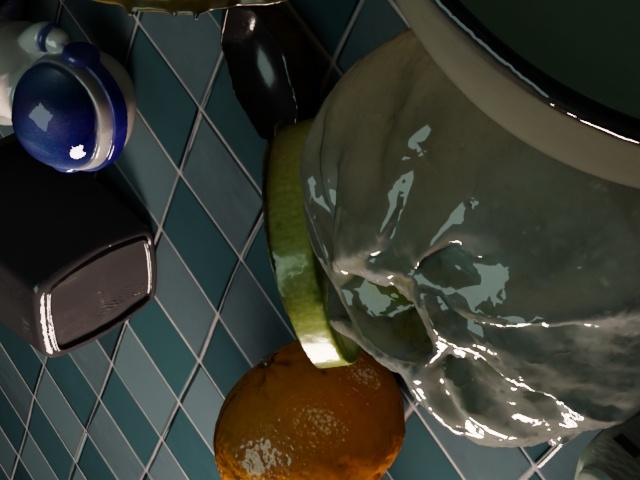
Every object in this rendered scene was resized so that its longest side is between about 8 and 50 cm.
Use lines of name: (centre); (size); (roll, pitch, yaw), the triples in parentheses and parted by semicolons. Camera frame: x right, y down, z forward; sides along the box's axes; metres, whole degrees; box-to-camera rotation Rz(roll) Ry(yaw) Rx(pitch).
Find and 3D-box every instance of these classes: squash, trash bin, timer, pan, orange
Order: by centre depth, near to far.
squash: (0.005, -0.001, 1.414); (0.041, 0.219, 0.219); (-9, 112, 16)
pan: (-0.049, -0.188, 1.469); (0.128, 0.048, 0.202); (19, 129, 57)
orange: (-0.014, 0.178, 1.573); (0.161, 0.193, 0.193); (47, 153, -7)
timer: (-0.362, -0.205, 1.825); (0.383, 0.270, 0.270); (31, 141, 23)
trash bin: (-0.348, -0.007, 1.976); (0.290, 0.209, 0.182); (35, 140, 33)

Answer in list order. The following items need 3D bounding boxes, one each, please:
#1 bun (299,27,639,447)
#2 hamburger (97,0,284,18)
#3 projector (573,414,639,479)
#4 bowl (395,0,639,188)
bun: (0.115, -0.002, 1.199); (0.354, 0.194, 0.354); (40, 146, 34)
hamburger: (-0.044, -0.333, 0.981); (0.396, 0.396, 0.277); (28, 142, 48)
projector: (0.295, 0.269, 1.222); (0.250, 0.108, 0.198); (43, 147, 35)
bowl: (0.180, -0.169, 0.820); (0.354, 0.354, 0.185); (56, 167, 13)
